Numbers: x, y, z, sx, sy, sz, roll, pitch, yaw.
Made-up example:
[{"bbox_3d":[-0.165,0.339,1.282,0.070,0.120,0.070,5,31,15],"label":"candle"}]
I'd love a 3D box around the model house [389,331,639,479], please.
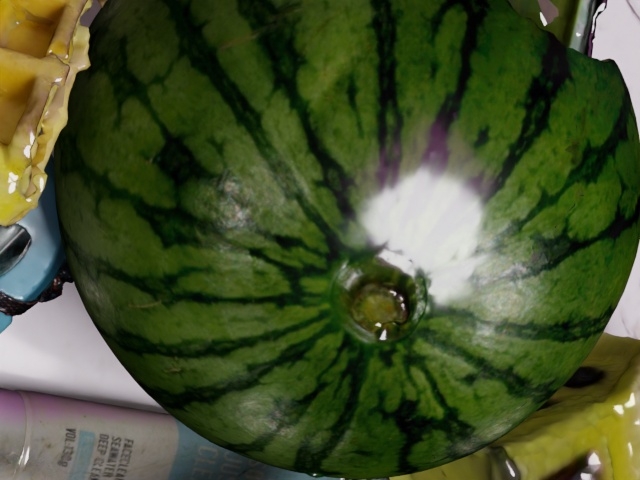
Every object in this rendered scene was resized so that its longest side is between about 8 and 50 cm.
[{"bbox_3d":[0.174,0.182,0.977,0.234,0.175,0.193,-23,105,-36],"label":"model house"}]

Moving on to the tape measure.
[{"bbox_3d":[-0.209,-0.013,0.778,0.125,0.081,0.146,-46,113,1],"label":"tape measure"}]

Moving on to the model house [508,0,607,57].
[{"bbox_3d":[-0.003,-0.136,0.839,0.313,0.242,0.357,10,101,-7],"label":"model house"}]

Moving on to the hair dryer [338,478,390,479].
[{"bbox_3d":[-0.103,0.279,0.803,0.320,0.155,0.284,-8,122,-10],"label":"hair dryer"}]

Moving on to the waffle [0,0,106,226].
[{"bbox_3d":[-0.187,-0.151,0.633,0.283,0.065,0.309,-26,73,-21],"label":"waffle"}]

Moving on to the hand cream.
[{"bbox_3d":[-0.111,0.158,0.860,0.312,0.070,0.111,18,83,-33],"label":"hand cream"}]

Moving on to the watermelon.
[{"bbox_3d":[0.000,0.000,0.676,0.331,0.189,0.330,3,107,9],"label":"watermelon"}]
